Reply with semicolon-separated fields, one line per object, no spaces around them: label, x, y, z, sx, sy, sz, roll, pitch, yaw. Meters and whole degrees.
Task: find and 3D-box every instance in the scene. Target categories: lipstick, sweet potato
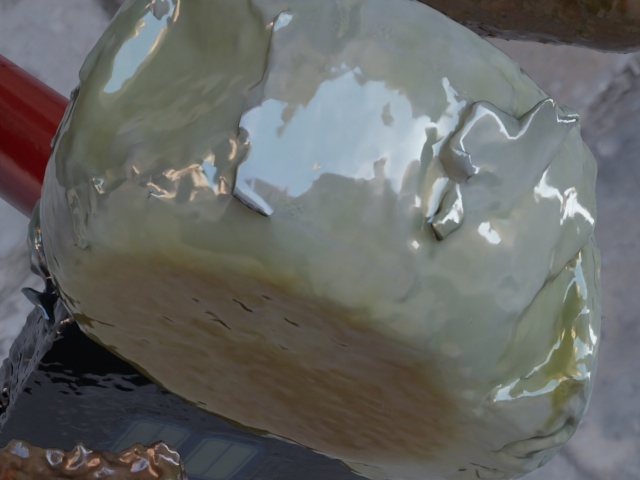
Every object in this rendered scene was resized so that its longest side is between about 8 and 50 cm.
lipstick;-0.184;-0.067;0.967;0.280;0.073;0.073;34;52;30
sweet potato;0.056;-0.106;0.623;0.206;0.068;0.060;19;103;10

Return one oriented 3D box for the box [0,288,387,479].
box;-0.087;0.139;1.380;0.350;0.359;0.091;14;57;-18

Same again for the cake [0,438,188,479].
cake;-0.216;0.312;1.172;0.256;0.282;0.290;-3;36;8

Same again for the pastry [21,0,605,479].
pastry;0.000;0.000;0.445;0.166;0.166;0.088;31;65;-16
